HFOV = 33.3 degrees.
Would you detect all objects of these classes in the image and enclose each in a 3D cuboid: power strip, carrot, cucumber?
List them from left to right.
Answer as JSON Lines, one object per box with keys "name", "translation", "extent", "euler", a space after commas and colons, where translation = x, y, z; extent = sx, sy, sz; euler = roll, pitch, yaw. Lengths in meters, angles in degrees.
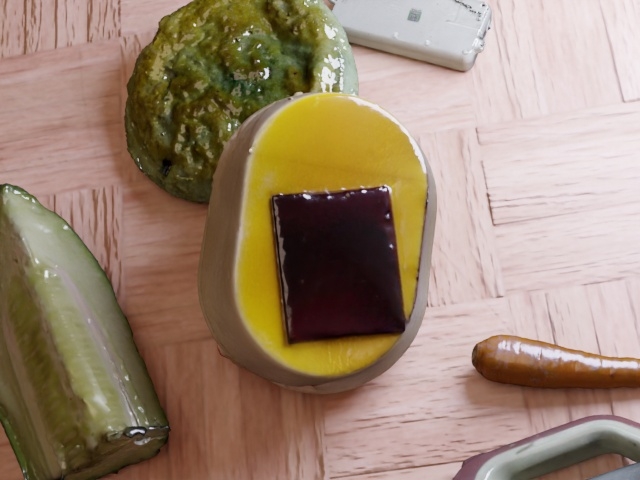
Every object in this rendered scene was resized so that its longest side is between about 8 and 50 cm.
{"name": "cucumber", "translation": [-0.271, 0.097, 1.099], "extent": [0.145, 0.105, 0.325], "euler": [-40, 64, 21]}
{"name": "power strip", "translation": [0.100, -0.251, 1.218], "extent": [0.192, 0.035, 0.081], "euler": [17, 69, 16]}
{"name": "carrot", "translation": [0.254, 0.123, 1.029], "extent": [0.216, 0.048, 0.048], "euler": [5, 68, 7]}

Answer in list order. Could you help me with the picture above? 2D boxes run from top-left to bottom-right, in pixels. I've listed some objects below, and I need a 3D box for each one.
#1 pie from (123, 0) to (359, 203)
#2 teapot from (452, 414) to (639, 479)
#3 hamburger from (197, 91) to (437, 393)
{"name": "pie", "translation": [-0.091, -0.164, 1.185], "extent": [0.277, 0.078, 0.277], "euler": [-3, 70, 9]}
{"name": "teapot", "translation": [0.246, 0.270, 0.886], "extent": [0.312, 0.233, 0.315], "euler": [-13, 36, 9]}
{"name": "hamburger", "translation": [0.000, 0.000, 1.046], "extent": [0.227, 0.151, 0.295], "euler": [10, 81, -6]}
